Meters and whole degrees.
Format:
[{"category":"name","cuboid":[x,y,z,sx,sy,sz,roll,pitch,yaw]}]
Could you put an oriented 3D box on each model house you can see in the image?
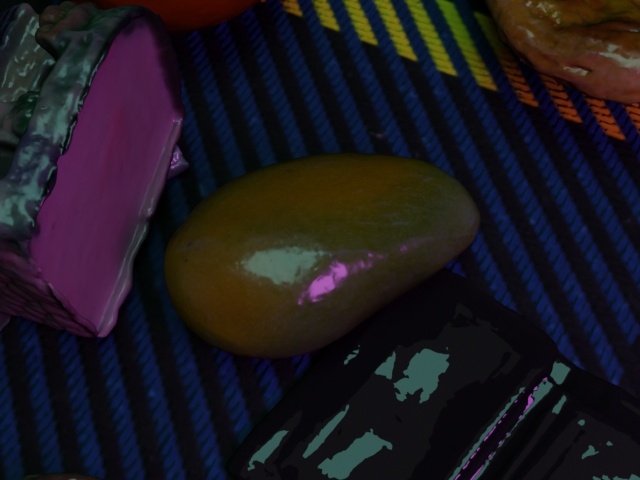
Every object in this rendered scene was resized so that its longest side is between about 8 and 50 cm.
[{"category":"model house","cuboid":[-0.257,-0.078,0.705,0.237,0.202,0.237,12,70,10]}]

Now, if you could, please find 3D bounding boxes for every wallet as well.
[{"category":"wallet","cuboid":[0.124,0.172,0.674,0.323,0.041,0.247,35,67,22]}]

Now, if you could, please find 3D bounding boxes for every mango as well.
[{"category":"mango","cuboid":[0.000,0.000,0.722,0.251,0.114,0.156,-26,49,-7]}]

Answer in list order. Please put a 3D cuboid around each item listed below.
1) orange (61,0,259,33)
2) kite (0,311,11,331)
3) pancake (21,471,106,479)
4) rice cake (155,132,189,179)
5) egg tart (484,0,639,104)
[{"category":"orange","cuboid":[-0.146,-0.325,0.842,0.283,0.226,0.284,-1,52,2]},{"category":"kite","cuboid":[-0.404,0.132,0.720,0.204,0.022,0.360,22,61,12]},{"category":"pancake","cuboid":[-0.198,0.276,0.626,0.222,0.042,0.236,33,71,12]},{"category":"rice cake","cuboid":[-0.169,-0.131,0.847,0.042,0.030,0.180,-28,65,-8]},{"category":"egg tart","cuboid":[0.306,-0.241,0.826,0.341,0.129,0.341,-6,64,12]}]
